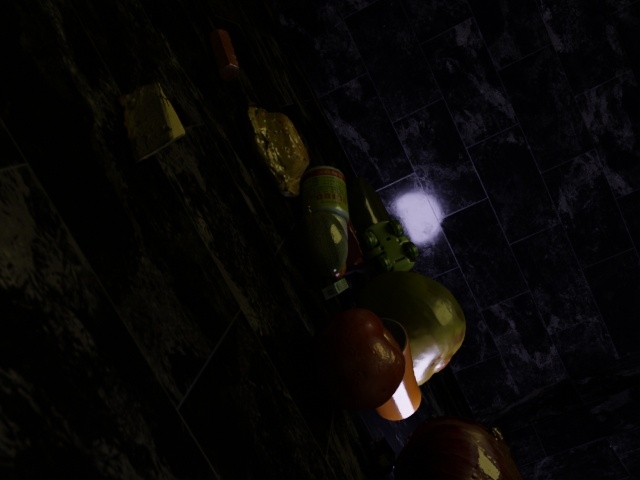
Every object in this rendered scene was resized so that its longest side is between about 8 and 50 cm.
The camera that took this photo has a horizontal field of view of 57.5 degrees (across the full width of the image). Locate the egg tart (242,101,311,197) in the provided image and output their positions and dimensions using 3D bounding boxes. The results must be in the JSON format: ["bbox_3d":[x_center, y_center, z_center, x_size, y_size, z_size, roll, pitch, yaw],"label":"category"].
[{"bbox_3d":[-0.112,-0.264,1.644,0.295,0.116,0.295,59,16,-27],"label":"egg tart"}]

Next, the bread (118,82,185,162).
[{"bbox_3d":[-0.266,-0.190,0.899,0.109,0.084,0.080,63,10,-11],"label":"bread"}]

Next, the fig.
[{"bbox_3d":[0.252,0.248,1.747,0.343,0.343,0.343,60,13,-23],"label":"fig"}]

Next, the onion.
[{"bbox_3d":[0.352,0.579,1.302,0.348,0.385,0.347,15,90,-69],"label":"onion"}]

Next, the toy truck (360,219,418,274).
[{"bbox_3d":[0.223,0.052,1.908,0.187,0.148,0.210,55,-17,38],"label":"toy truck"}]

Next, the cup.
[{"bbox_3d":[0.154,0.333,1.535,0.226,0.182,0.264,30,-29,51],"label":"cup"}]

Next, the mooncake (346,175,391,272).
[{"bbox_3d":[0.151,-0.054,2.169,0.356,0.194,0.356,55,16,-25],"label":"mooncake"}]

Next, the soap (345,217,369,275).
[{"bbox_3d":[0.047,-0.039,1.892,0.182,0.112,0.289,44,22,-73],"label":"soap"}]

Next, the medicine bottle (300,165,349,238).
[{"bbox_3d":[0.013,-0.096,1.723,0.139,0.139,0.225,49,32,-53],"label":"medicine bottle"}]

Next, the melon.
[{"bbox_3d":[0.000,0.000,1.531,0.139,0.139,0.192,-27,97,-78],"label":"melon"}]

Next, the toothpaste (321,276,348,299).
[{"bbox_3d":[0.044,0.136,1.672,0.034,0.046,0.164,64,12,4],"label":"toothpaste"}]

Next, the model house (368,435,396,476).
[{"bbox_3d":[0.148,0.514,1.368,0.083,0.057,0.058,-130,-149,-50],"label":"model house"}]

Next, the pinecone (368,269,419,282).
[{"bbox_3d":[0.271,0.221,2.031,0.309,0.244,0.244,79,-6,-60],"label":"pinecone"}]

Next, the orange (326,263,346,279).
[{"bbox_3d":[0.035,0.075,1.677,0.083,0.083,0.083,60,13,-23],"label":"orange"}]

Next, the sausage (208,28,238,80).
[{"bbox_3d":[-0.269,-0.521,1.604,0.065,0.065,0.169,44,23,-59],"label":"sausage"}]

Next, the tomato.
[{"bbox_3d":[0.070,0.252,1.215,0.208,0.184,0.208,52,8,-11],"label":"tomato"}]
